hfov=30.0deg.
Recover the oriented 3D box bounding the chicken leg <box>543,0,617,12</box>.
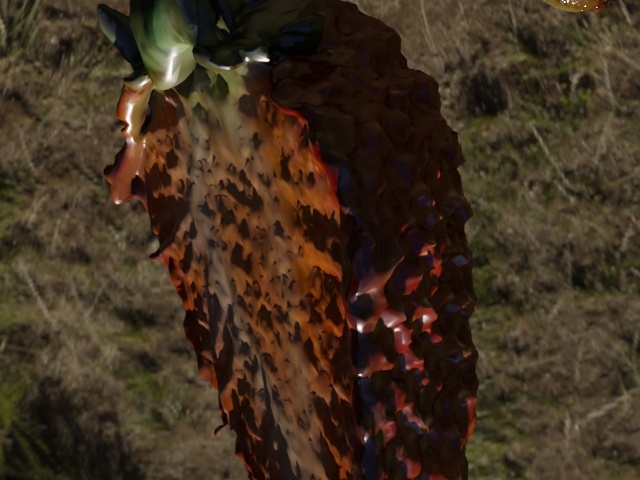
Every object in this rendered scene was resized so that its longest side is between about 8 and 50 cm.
[{"bbox_3d":[0.346,-0.395,1.671,0.323,0.177,0.083,-30,150,-34],"label":"chicken leg"}]

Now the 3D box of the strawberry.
[{"bbox_3d":[0.000,0.000,0.525,0.106,0.188,0.286,-18,91,-31],"label":"strawberry"}]
